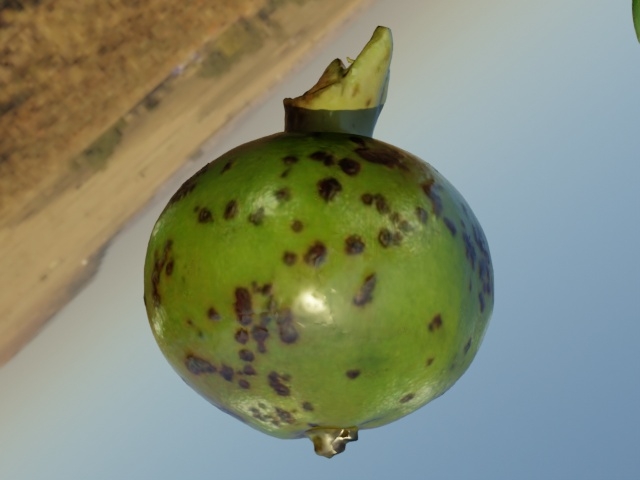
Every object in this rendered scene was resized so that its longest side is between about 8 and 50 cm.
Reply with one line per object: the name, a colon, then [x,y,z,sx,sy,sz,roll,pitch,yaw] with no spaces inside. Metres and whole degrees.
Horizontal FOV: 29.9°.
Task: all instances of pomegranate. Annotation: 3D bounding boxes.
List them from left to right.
pomegranate: [0.000,0.000,0.732,0.211,0.211,0.263,150,-56,-61]

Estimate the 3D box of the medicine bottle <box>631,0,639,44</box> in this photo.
medicine bottle: [0.222,-0.144,0.426,0.133,0.133,0.274,-45,176,-29]
